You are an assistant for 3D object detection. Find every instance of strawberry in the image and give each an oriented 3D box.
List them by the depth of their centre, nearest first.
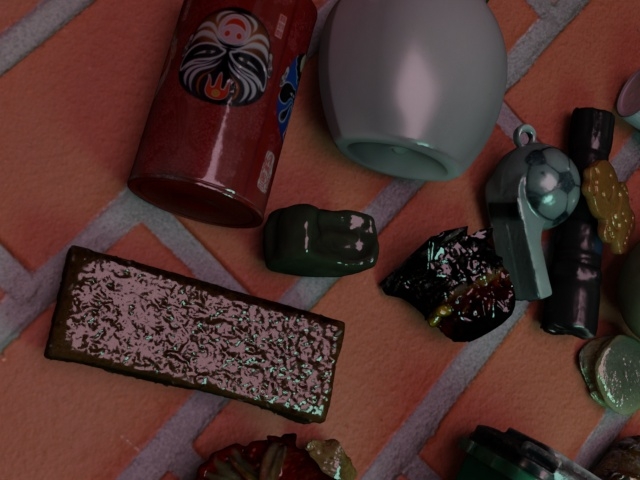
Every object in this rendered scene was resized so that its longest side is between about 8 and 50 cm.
[{"bbox_3d":[-0.067,0.421,1.250,0.261,0.261,0.258,-40,134,-22],"label":"strawberry"}]

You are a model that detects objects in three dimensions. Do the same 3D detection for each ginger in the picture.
[{"bbox_3d":[0.001,0.378,1.377,0.096,0.067,0.165,20,88,-18],"label":"ginger"}]

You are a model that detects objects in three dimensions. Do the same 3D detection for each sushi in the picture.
[{"bbox_3d":[0.230,0.079,1.470,0.172,0.153,0.150,-12,65,-43],"label":"sushi"}]

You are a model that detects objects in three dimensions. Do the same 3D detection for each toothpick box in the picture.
[{"bbox_3d":[-0.139,-0.206,1.338,0.204,0.204,0.334,19,76,-18],"label":"toothpick box"}]

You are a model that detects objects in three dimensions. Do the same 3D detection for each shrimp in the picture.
[{"bbox_3d":[0.488,0.468,1.533,0.145,0.116,0.343,45,68,6],"label":"shrimp"}]

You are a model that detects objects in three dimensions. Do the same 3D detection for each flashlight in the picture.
[{"bbox_3d":[0.457,-0.038,1.610,0.103,0.103,0.424,15,75,-19],"label":"flashlight"}]

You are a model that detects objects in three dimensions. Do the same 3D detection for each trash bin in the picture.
[{"bbox_3d":[0.267,0.489,1.371,0.259,0.295,0.381,34,83,-9],"label":"trash bin"}]

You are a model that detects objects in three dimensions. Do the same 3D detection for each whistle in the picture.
[{"bbox_3d":[0.369,-0.055,1.554,0.163,0.163,0.290,-16,99,-24],"label":"whistle"}]

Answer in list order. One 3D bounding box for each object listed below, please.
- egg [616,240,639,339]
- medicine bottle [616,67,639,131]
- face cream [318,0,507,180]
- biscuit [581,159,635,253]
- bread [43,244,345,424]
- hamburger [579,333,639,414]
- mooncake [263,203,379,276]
[{"bbox_3d":[0.683,0.074,1.598,0.352,0.258,0.259,-16,88,-17],"label":"egg"},{"bbox_3d":[0.679,-0.226,1.708,0.225,0.139,0.139,28,72,-16],"label":"medicine bottle"},{"bbox_3d":[0.153,-0.292,1.460,0.312,0.219,0.357,16,75,-19],"label":"face cream"},{"bbox_3d":[0.500,-0.063,1.571,0.133,0.027,0.184,-46,120,-39],"label":"biscuit"},{"bbox_3d":[-0.177,0.139,1.316,0.416,0.113,0.165,18,74,-17],"label":"bread"},{"bbox_3d":[0.526,0.232,1.614,0.133,0.062,0.140,-33,96,-20],"label":"hamburger"},{"bbox_3d":[0.000,0.000,1.380,0.168,0.175,0.104,2,82,21],"label":"mooncake"}]
